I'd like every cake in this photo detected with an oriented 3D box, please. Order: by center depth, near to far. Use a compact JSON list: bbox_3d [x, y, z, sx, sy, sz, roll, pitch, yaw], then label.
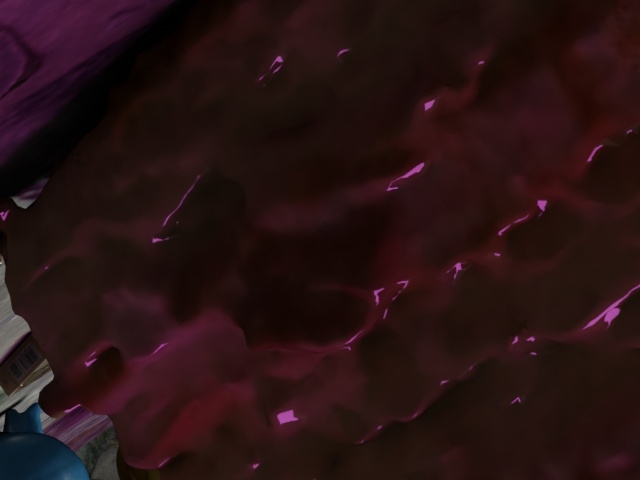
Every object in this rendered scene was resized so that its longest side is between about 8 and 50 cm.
[{"bbox_3d":[0.091,0.008,0.515,0.314,0.306,0.293,-38,178,25],"label":"cake"}]

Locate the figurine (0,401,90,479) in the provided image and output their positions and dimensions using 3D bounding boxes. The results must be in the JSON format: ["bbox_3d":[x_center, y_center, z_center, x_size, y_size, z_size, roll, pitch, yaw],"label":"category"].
[{"bbox_3d":[-0.375,0.316,1.127,0.298,0.243,0.416,-18,142,-52],"label":"figurine"}]

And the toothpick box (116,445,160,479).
[{"bbox_3d":[-0.096,0.293,1.822,0.425,0.409,0.409,-38,177,-15],"label":"toothpick box"}]

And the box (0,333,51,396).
[{"bbox_3d":[-0.208,0.084,0.893,0.053,0.024,0.083,-34,174,-43],"label":"box"}]
